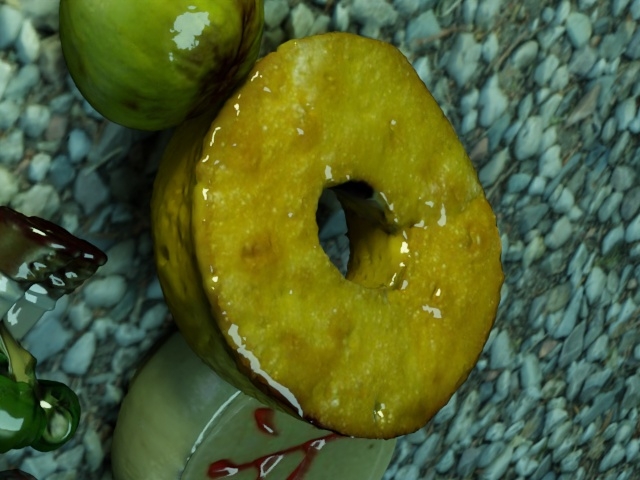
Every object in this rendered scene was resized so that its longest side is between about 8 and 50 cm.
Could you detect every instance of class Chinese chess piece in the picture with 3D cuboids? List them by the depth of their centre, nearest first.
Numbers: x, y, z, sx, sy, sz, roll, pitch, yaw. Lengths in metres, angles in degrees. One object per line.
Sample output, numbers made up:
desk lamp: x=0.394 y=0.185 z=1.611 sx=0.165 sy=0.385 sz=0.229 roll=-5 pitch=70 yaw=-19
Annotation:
Chinese chess piece: x=-0.052 y=0.160 z=1.541 sx=0.250 sy=0.103 sz=0.249 roll=-23 pitch=132 yaw=-29

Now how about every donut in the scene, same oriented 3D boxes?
donut: x=0.000 y=0.000 z=1.394 sx=0.303 sy=0.110 sz=0.303 roll=3 pitch=86 yaw=-41

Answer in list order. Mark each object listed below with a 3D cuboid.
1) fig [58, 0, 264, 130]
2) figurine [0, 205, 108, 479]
fig: x=-0.103 y=-0.141 z=1.251 sx=0.136 sy=0.121 sz=0.153 roll=-41 pitch=143 yaw=-21
figurine: x=-0.263 y=0.157 z=1.293 sx=0.370 sy=0.167 sz=0.281 roll=-64 pitch=166 yaw=1
